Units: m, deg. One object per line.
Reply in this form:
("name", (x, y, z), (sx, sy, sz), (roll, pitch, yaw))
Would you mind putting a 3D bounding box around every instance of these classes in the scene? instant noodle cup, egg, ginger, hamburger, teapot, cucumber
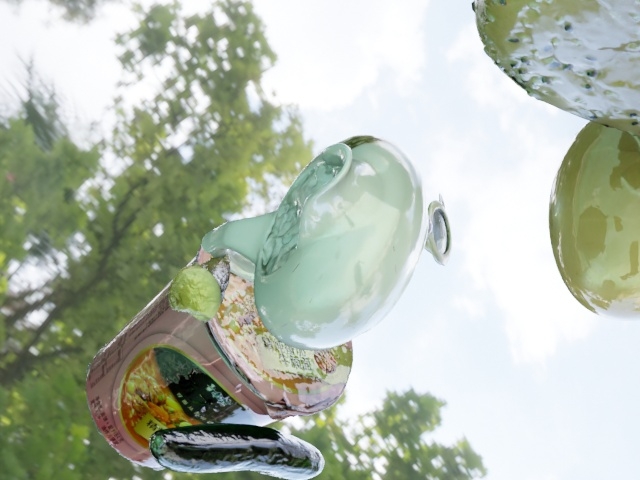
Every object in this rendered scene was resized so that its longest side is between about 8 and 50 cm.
("instant noodle cup", (-0.128, 0.138, 1.375), (0.255, 0.244, 0.244), (-36, -124, 33))
("egg", (0.330, -0.028, 1.230), (0.201, 0.201, 0.244), (20, -115, 24))
("ginger", (-0.107, 0.046, 1.124), (0.044, 0.137, 0.057), (-25, -88, 8))
("hamburger", (0.275, -0.223, 1.024), (0.276, 0.318, 0.195), (5, -117, 25))
("teapot", (0.000, 0.000, 1.090), (0.139, 0.298, 0.204), (25, -119, -18))
("cucumber", (-0.082, 0.214, 1.231), (0.056, 0.284, 0.056), (-10, -107, 32))

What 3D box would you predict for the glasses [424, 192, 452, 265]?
("glasses", (0.054, 0.032, 1.499), (0.220, 0.189, 0.088), (-35, -106, 30))
